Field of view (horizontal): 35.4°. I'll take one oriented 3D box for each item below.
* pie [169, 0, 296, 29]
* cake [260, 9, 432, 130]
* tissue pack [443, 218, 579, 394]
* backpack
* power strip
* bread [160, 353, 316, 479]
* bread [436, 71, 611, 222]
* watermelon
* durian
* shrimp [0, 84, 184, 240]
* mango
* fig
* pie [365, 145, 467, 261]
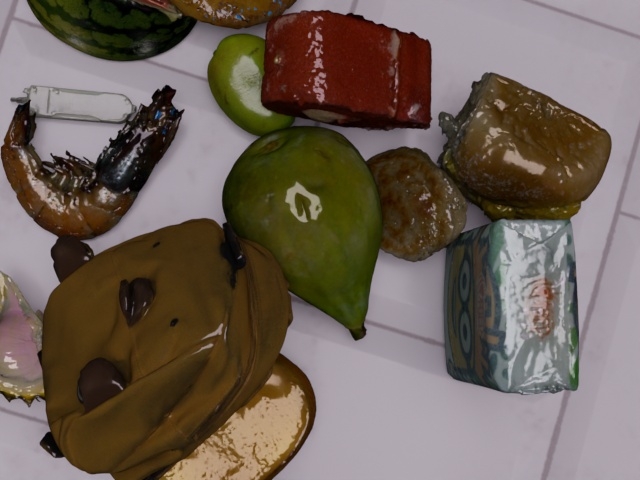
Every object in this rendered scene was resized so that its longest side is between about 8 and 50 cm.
[{"bbox_3d":[-0.133,-0.436,1.525,0.273,0.069,0.273,4,73,-13],"label":"pie"},{"bbox_3d":[0.035,-0.237,1.467,0.283,0.177,0.151,3,84,-37],"label":"cake"},{"bbox_3d":[0.263,0.093,1.419,0.128,0.311,0.228,-1,87,-5],"label":"tissue pack"},{"bbox_3d":[-0.219,0.125,1.337,0.378,0.201,0.353,-39,47,14],"label":"backpack"},{"bbox_3d":[-0.375,-0.206,1.525,0.191,0.030,0.047,5,87,-5],"label":"power strip"},{"bbox_3d":[-0.131,0.274,1.454,0.269,0.142,0.195,-41,89,-5],"label":"bread"},{"bbox_3d":[0.280,-0.119,1.491,0.246,0.195,0.176,29,69,0],"label":"bread"},{"bbox_3d":[-0.338,-0.371,1.492,0.303,0.128,0.159,25,84,-3],"label":"watermelon"},{"bbox_3d":[-0.443,0.129,1.463,0.140,0.078,0.224,-13,103,4],"label":"durian"},{"bbox_3d":[-0.345,-0.147,1.493,0.222,0.054,0.290,42,95,-9],"label":"shrimp"},{"bbox_3d":[-0.107,-0.235,1.522,0.117,0.089,0.163,-18,88,-7],"label":"mango"},{"bbox_3d":[0.008,-0.026,1.466,0.314,0.233,0.233,38,83,-12],"label":"fig"},{"bbox_3d":[0.133,-0.056,1.505,0.193,0.079,0.163,35,118,26],"label":"pie"}]
